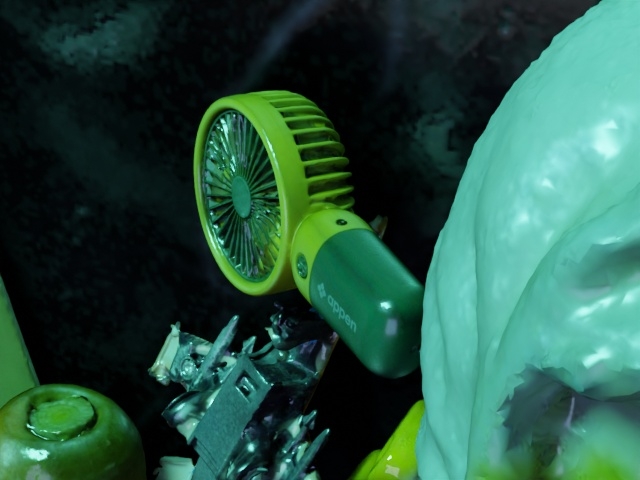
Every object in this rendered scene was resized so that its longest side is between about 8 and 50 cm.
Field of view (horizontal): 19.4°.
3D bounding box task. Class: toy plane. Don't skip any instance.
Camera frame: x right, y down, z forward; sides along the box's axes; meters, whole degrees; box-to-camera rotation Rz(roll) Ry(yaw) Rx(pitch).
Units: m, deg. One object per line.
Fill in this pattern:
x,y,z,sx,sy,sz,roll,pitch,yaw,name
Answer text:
-0.022,0.064,0.811,0.135,0.062,0.188,48,134,30,toy plane

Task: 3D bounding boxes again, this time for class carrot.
-0.120,0.157,0.891,0.087,0.087,0.193,14,127,18,carrot

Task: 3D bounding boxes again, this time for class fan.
0.000,0.000,0.736,0.155,0.039,0.082,49,140,44,fan

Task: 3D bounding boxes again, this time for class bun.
0.168,0.073,0.592,0.362,0.211,0.362,22,122,40,bun

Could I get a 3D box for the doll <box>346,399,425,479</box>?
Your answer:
0.129,0.207,0.802,0.316,0.103,0.145,44,115,6,doll

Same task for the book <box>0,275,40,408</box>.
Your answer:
-0.316,0.070,0.853,0.352,0.035,0.239,-19,114,-8,book
